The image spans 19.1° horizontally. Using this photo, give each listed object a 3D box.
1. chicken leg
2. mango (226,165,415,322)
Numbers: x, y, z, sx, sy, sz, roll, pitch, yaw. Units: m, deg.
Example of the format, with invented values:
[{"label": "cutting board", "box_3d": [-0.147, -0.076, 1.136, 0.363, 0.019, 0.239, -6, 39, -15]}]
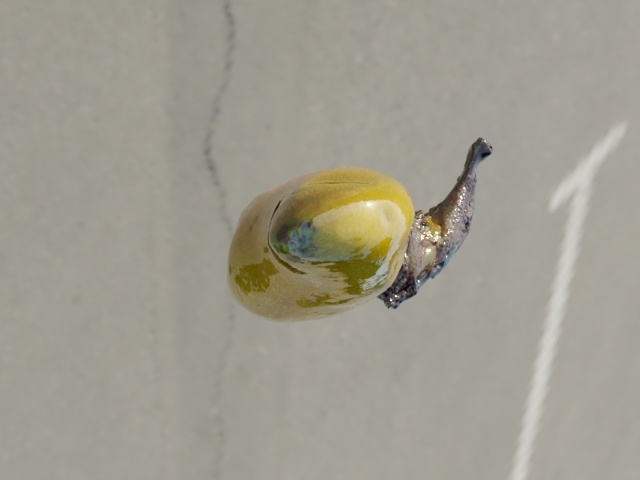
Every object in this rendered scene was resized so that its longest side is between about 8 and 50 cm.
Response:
[{"label": "chicken leg", "box_3d": [0.075, -0.010, 1.277, 0.145, 0.037, 0.062, -48, 144, -37]}, {"label": "mango", "box_3d": [0.000, 0.000, 0.981, 0.098, 0.075, 0.190, -21, 173, -13]}]
